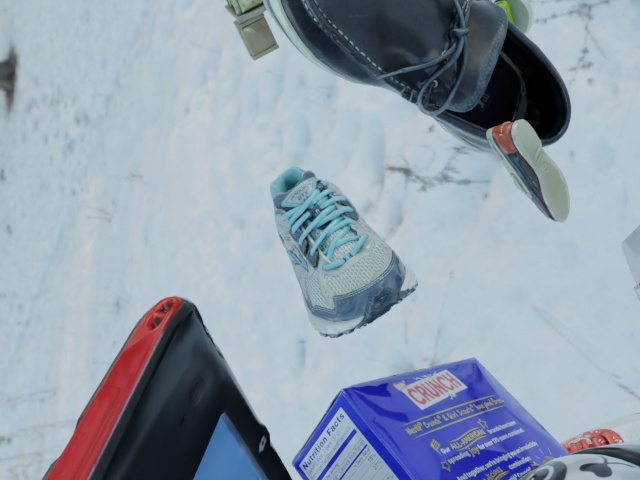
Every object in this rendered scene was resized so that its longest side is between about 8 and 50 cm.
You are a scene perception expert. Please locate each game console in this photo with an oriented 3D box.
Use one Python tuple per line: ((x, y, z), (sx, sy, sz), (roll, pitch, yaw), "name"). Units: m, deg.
((-0.108, 0.274, 0.547), (0.386, 0.060, 0.342), (74, -144, -50), "game console")

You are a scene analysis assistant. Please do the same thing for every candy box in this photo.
((0.167, 0.276, 0.798), (0.317, 0.268, 0.122), (48, 119, 29), "candy box")

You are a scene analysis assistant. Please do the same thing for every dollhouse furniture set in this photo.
((-0.052, -0.348, 1.061), (0.182, 0.161, 0.101), (63, 177, -31), "dollhouse furniture set")

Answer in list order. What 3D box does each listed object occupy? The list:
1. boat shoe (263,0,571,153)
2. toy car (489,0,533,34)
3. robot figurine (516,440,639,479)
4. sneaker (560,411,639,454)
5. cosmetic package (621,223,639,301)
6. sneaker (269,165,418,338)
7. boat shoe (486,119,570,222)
((0.137, -0.237, 0.961), (0.156, 0.500, 0.187), (23, 88, 49), "boat shoe")
((0.242, -0.373, 1.300), (0.136, 0.159, 0.182), (-9, 110, 51), "toy car")
((0.224, 0.209, 0.509), (0.209, 0.278, 0.173), (-53, 47, 35), "robot figurine")
((0.314, 0.292, 1.017), (0.270, 0.145, 0.090), (-32, 59, 22), "sneaker")
((0.345, -0.060, 0.392), (0.385, 0.156, 0.217), (-52, -2, 22), "cosmetic package")
((0.000, 0.000, 0.820), (0.122, 0.110, 0.283), (60, 174, -23), "sneaker")
((0.232, -0.074, 0.892), (0.043, 0.137, 0.049), (-10, 36, 47), "boat shoe")
